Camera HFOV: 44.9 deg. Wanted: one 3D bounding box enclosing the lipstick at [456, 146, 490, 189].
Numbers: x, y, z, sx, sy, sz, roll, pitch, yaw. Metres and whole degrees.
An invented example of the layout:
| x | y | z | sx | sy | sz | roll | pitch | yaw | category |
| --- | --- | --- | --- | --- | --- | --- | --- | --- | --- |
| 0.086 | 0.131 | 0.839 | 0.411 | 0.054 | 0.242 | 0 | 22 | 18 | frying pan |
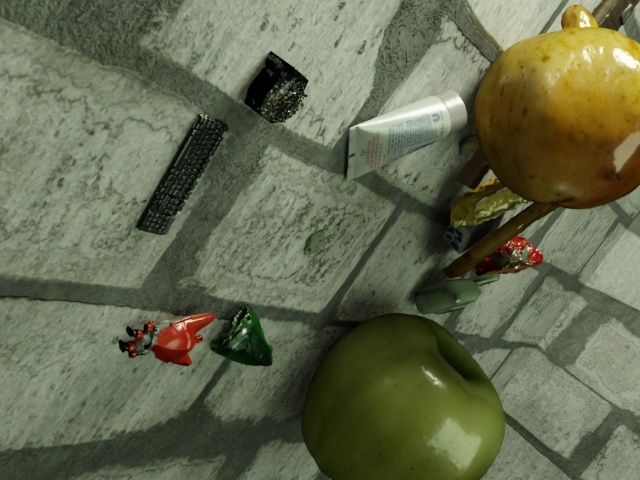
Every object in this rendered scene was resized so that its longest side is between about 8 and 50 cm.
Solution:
| x | y | z | sx | sy | sz | roll | pitch | yaw | category |
| --- | --- | --- | --- | --- | --- | --- | --- | --- | --- |
| 0.374 | -0.189 | 1.781 | 0.145 | 0.045 | 0.045 | -57 | 153 | 13 | lipstick |

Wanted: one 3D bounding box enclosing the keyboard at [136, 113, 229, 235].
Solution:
| x | y | z | sx | sy | sz | roll | pitch | yaw | category |
| --- | --- | --- | --- | --- | --- | --- | --- | --- | --- |
| -0.199 | -0.091 | 1.116 | 0.060 | 0.018 | 0.196 | 11 | 114 | -55 | keyboard |

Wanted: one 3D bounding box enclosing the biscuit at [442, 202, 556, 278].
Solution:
| x | y | z | sx | sy | sz | roll | pitch | yaw | category |
| --- | --- | --- | --- | --- | --- | --- | --- | --- | --- |
| 0.450 | -0.018 | 1.881 | 0.359 | 0.046 | 0.359 | -36 | 174 | -5 | biscuit |

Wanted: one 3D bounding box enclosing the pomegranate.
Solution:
| x | y | z | sx | sy | sz | roll | pitch | yaw | category |
| --- | --- | --- | --- | --- | --- | --- | --- | --- | --- |
| 0.498 | -0.269 | 1.539 | 0.410 | 0.410 | 0.410 | -35 | 148 | -26 | pomegranate |

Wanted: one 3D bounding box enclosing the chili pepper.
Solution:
| x | y | z | sx | sy | sz | roll | pitch | yaw | category |
| --- | --- | --- | --- | --- | --- | --- | --- | --- | --- |
| -0.137 | 0.198 | 1.500 | 0.108 | 0.062 | 0.216 | -47 | 153 | -5 | chili pepper |

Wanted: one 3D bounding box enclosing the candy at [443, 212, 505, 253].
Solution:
| x | y | z | sx | sy | sz | roll | pitch | yaw | category |
| --- | --- | --- | --- | --- | --- | --- | --- | --- | --- |
| 0.388 | -0.047 | 1.940 | 0.160 | 0.073 | 0.092 | -31 | 154 | -31 | candy |

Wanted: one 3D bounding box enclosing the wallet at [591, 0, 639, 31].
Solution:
| x | y | z | sx | sy | sz | roll | pitch | yaw | category |
| --- | --- | --- | --- | --- | --- | --- | --- | --- | --- |
| 0.696 | -0.552 | 1.812 | 0.230 | 0.042 | 0.124 | -56 | 148 | 9 | wallet |

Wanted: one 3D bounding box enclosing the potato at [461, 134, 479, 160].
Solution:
| x | y | z | sx | sy | sz | roll | pitch | yaw | category |
| --- | --- | --- | --- | --- | --- | --- | --- | --- | --- |
| 0.327 | -0.213 | 1.706 | 0.093 | 0.036 | 0.037 | 100 | 0 | -70 | potato |

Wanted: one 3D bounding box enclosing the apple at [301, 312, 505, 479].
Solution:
| x | y | z | sx | sy | sz | roll | pitch | yaw | category |
| --- | --- | --- | --- | --- | --- | --- | --- | --- | --- |
| 0.189 | 0.408 | 1.823 | 0.473 | 0.473 | 0.474 | -35 | 148 | -26 | apple |

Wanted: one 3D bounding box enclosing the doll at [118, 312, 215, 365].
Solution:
| x | y | z | sx | sy | sz | roll | pitch | yaw | category |
| --- | --- | --- | --- | --- | --- | --- | --- | --- | --- |
| -0.257 | 0.167 | 1.295 | 0.169 | 0.057 | 0.109 | 5 | 117 | -58 | doll |

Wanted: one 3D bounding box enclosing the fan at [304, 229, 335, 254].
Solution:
| x | y | z | sx | sy | sz | roll | pitch | yaw | category |
| --- | --- | --- | --- | --- | --- | --- | --- | --- | --- |
| 0.000 | 0.000 | 1.516 | 0.083 | 0.004 | 0.056 | -22 | 140 | -41 | fan |

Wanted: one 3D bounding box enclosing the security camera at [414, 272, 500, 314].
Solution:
| x | y | z | sx | sy | sz | roll | pitch | yaw | category |
| --- | --- | --- | --- | --- | --- | --- | --- | --- | --- |
| 0.380 | 0.144 | 2.088 | 0.157 | 0.080 | 0.301 | -23 | 169 | 38 | security camera |

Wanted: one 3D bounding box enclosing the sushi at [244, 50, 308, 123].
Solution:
| x | y | z | sx | sy | sz | roll | pitch | yaw | category |
| --- | --- | --- | --- | --- | --- | --- | --- | --- | --- |
| -0.060 | -0.212 | 1.127 | 0.083 | 0.056 | 0.084 | -53 | 150 | 4 | sushi |

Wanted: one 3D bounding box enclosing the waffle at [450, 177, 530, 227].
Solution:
| x | y | z | sx | sy | sz | roll | pitch | yaw | category |
| --- | --- | --- | --- | --- | --- | --- | --- | --- | --- |
| 0.434 | -0.116 | 1.784 | 0.283 | 0.065 | 0.309 | -16 | -167 | 40 | waffle |

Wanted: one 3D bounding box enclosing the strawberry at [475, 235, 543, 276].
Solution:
| x | y | z | sx | sy | sz | roll | pitch | yaw | category |
| --- | --- | --- | --- | --- | --- | --- | --- | --- | --- |
| 0.520 | 0.038 | 2.200 | 0.190 | 0.111 | 0.236 | -11 | 171 | 0 | strawberry |

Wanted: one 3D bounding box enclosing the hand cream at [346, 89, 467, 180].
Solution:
| x | y | z | sx | sy | sz | roll | pitch | yaw | category |
| --- | --- | --- | --- | --- | --- | --- | --- | --- | --- |
| 0.152 | -0.199 | 1.439 | 0.247 | 0.083 | 0.133 | -24 | 143 | -22 | hand cream |
